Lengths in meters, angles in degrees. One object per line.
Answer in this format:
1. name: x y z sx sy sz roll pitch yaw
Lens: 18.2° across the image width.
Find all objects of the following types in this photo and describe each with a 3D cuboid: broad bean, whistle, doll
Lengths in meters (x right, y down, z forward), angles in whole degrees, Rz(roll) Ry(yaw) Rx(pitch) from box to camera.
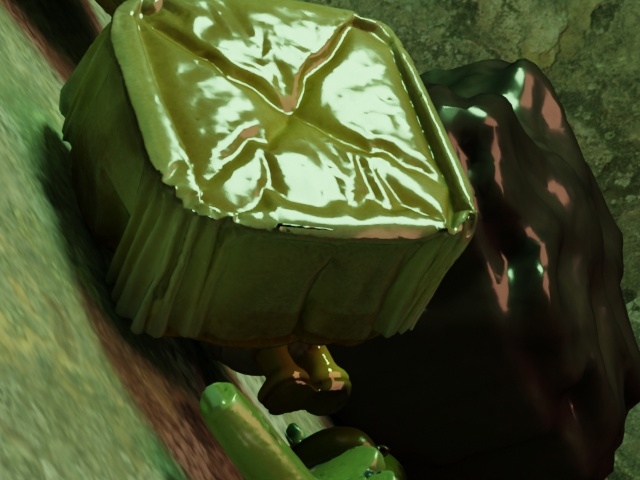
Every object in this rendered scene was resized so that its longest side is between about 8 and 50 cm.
1. broad bean: 0.013 0.137 1.134 0.213 0.070 0.048 69 8 -76
2. whistle: 0.015 0.155 0.960 0.227 0.085 0.105 55 -2 -21
3. doll: -0.049 0.013 1.160 0.129 0.081 0.207 3 43 -42

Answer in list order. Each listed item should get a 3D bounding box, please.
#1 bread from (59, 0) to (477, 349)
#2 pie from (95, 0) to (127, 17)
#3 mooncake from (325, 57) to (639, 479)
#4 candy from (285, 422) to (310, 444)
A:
1. bread: -0.033 -0.036 1.072 0.192 0.109 0.210 1 42 -27
2. pie: -0.183 -0.264 1.320 0.339 0.083 0.339 50 6 -7
3. mooncake: 0.112 0.025 1.519 0.381 0.212 0.350 -56 128 -67
4. candy: 0.077 0.196 1.326 0.335 0.092 0.093 42 53 -41
